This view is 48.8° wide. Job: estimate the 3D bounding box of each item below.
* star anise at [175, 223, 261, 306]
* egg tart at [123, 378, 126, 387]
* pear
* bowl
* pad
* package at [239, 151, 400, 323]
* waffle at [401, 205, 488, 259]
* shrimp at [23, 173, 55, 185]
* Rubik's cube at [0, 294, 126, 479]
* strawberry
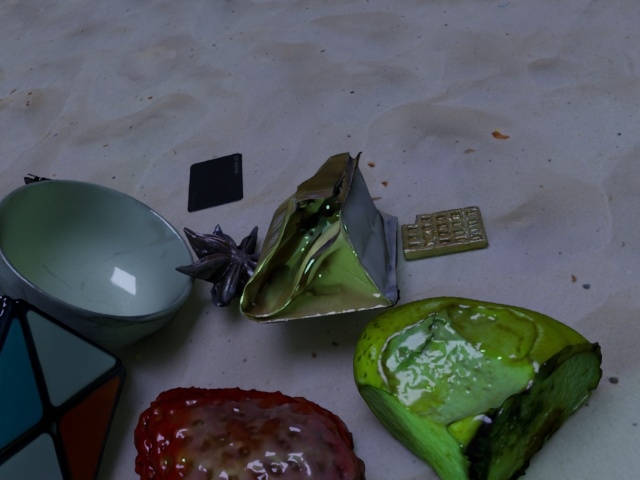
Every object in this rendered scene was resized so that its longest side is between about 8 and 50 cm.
[{"bbox_3d":[-0.148,0.038,1.134,0.181,0.061,0.204,16,36,-23],"label":"star anise"},{"bbox_3d":[-0.346,0.225,1.041,0.130,0.052,0.130,-8,44,8],"label":"egg tart"},{"bbox_3d":[0.178,0.149,0.871,0.238,0.164,0.255,-37,43,-19],"label":"pear"},{"bbox_3d":[-0.364,0.055,1.095,0.307,0.163,0.307,24,34,-17],"label":"bowl"},{"bbox_3d":[-0.207,-0.117,1.392,0.112,0.003,0.157,-13,42,4],"label":"pad"},{"bbox_3d":[-0.002,-0.031,1.043,0.221,0.165,0.311,-8,21,10],"label":"package"},{"bbox_3d":[0.196,-0.013,1.137,0.135,0.021,0.092,-8,44,9],"label":"waffle"},{"bbox_3d":[-0.632,-0.063,1.430,0.365,0.071,0.233,27,55,34],"label":"shrimp"},{"bbox_3d":[-0.433,0.222,0.885,0.248,0.246,0.250,-3,60,22],"label":"Rubik's cube"},{"bbox_3d":[-0.111,0.266,0.850,0.336,0.149,0.265,20,56,36],"label":"strawberry"}]
